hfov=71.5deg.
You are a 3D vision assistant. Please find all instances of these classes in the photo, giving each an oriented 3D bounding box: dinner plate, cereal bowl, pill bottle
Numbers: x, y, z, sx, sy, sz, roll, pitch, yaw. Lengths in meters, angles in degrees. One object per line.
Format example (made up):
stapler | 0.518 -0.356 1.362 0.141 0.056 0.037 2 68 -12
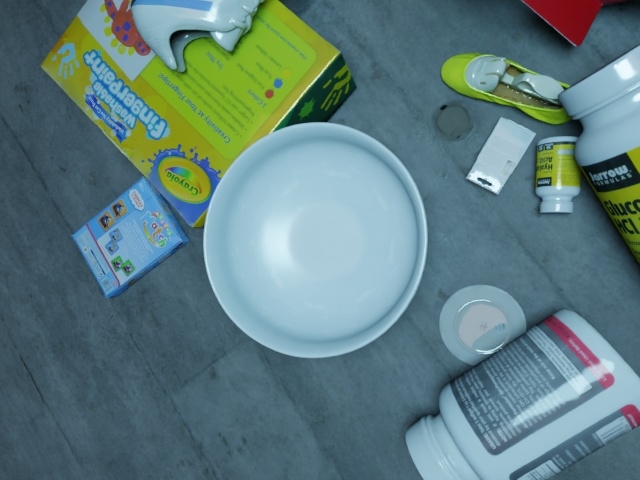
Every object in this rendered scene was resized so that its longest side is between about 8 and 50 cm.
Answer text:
dinner plate | 0.274 0.146 0.755 0.141 0.017 0.141 0 90 13
cereal bowl | 0.000 0.000 0.693 0.339 0.141 0.339 0 90 16
pill bottle | 0.472 -0.096 0.593 0.188 0.188 0.334 -32 90 12
pill bottle | 0.293 0.260 0.665 0.318 0.176 0.176 -38 80 11
pill bottle | 0.376 -0.101 0.704 0.065 0.065 0.116 2 90 15

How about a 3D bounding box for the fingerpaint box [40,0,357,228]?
fingerpaint box | -0.223 -0.299 0.816 0.445 0.163 0.371 44 99 12

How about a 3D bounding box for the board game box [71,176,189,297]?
board game box | -0.396 -0.005 0.923 0.211 0.039 0.160 -35 81 13

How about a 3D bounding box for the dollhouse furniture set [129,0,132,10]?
dollhouse furniture set | -0.285 -0.428 0.694 0.081 0.114 0.091 -3 85 11

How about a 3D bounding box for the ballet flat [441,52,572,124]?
ballet flat | 0.307 -0.257 0.718 0.231 0.077 0.077 28 97 14

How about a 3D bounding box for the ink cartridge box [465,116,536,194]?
ink cartridge box | 0.299 -0.139 0.744 0.063 0.029 0.115 31 98 13

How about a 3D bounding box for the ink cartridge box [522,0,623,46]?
ink cartridge box | 0.342 -0.435 0.534 0.309 0.130 0.272 20 102 -25

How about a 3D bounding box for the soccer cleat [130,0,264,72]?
soccer cleat | -0.123 -0.375 0.663 0.331 0.116 0.143 -26 98 14
